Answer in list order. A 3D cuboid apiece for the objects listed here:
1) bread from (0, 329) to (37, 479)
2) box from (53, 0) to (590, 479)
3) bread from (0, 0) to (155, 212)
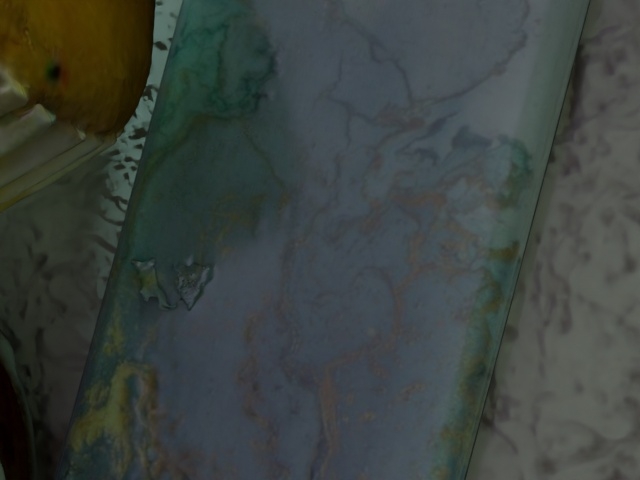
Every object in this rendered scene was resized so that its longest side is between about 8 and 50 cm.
[{"bbox_3d":[-0.208,0.088,0.474,0.224,0.142,0.212,27,94,14],"label":"bread"},{"bbox_3d":[0.000,0.000,0.486,0.142,0.044,0.285,14,89,10],"label":"box"},{"bbox_3d":[-0.143,-0.121,0.415,0.156,0.288,0.204,-30,120,13],"label":"bread"}]
